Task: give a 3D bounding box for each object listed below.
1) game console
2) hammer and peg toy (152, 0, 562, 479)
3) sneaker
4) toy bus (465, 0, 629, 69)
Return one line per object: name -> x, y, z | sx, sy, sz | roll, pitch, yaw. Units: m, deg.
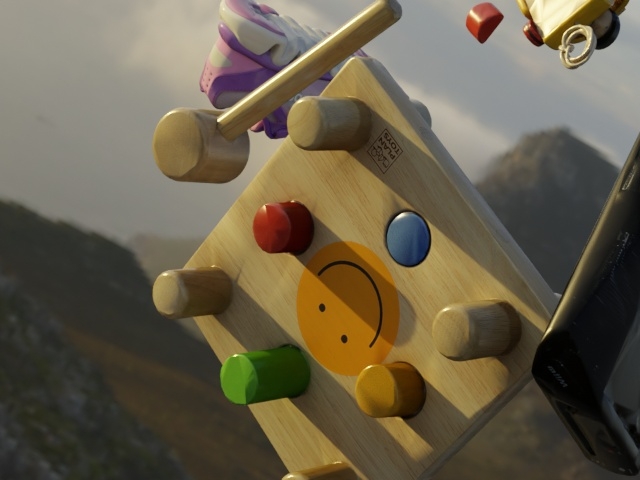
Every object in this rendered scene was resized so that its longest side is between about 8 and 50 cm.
game console -> 0.241, 0.077, 1.072 | 0.044, 0.213, 0.361 | 16, -23, 34
hammer and peg toy -> 0.000, 0.000, 1.169 | 0.127, 0.266, 0.361 | -4, 53, -49
sneaker -> -0.017, -0.136, 1.483 | 0.236, 0.104, 0.095 | 18, 21, -41
toy bus -> 0.258, -0.250, 1.655 | 0.104, 0.202, 0.191 | 25, -8, -38
